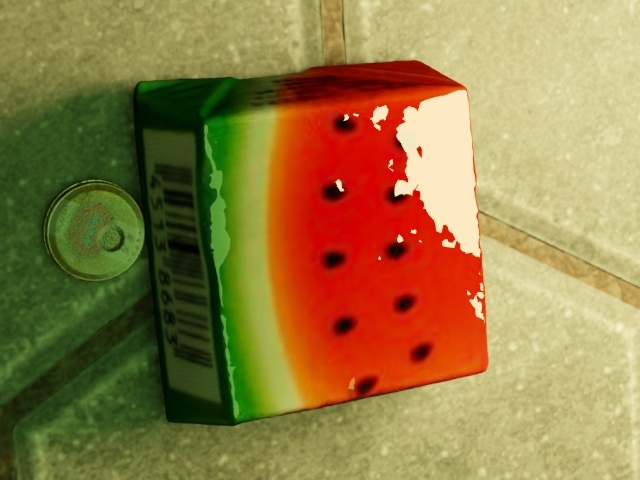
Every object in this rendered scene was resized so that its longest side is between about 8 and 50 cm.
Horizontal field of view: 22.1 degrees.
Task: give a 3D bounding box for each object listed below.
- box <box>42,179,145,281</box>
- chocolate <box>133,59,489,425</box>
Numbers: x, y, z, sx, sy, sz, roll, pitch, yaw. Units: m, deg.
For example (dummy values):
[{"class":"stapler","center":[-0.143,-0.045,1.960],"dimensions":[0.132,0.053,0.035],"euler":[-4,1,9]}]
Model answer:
[{"class":"box","center":[-0.232,-0.011,1.678],"dimensions":[0.105,0.037,0.105],"euler":[-3,99,-19]},{"class":"chocolate","center":[0.000,0.000,1.687],"dimensions":[0.341,0.161,0.360],"euler":[-9,101,-23]}]
